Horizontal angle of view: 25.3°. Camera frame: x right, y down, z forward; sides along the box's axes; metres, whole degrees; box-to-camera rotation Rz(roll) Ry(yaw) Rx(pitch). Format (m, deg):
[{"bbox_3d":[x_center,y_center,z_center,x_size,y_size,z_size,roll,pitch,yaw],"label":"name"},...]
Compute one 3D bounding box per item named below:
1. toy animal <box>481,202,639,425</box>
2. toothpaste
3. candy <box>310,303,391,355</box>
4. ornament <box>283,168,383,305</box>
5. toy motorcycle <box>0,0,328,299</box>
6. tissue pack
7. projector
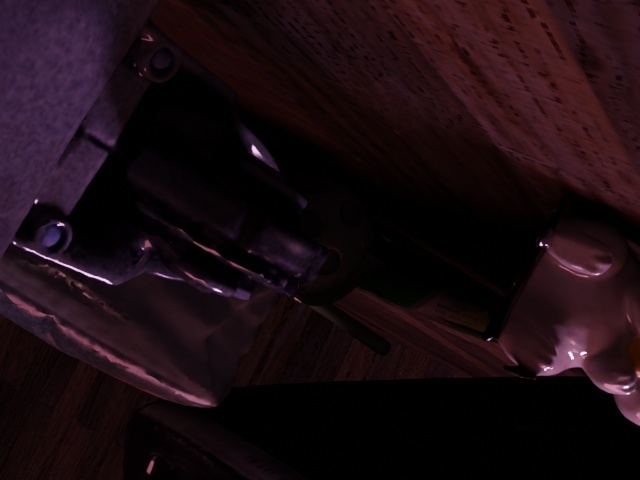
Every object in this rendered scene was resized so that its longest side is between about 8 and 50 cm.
[{"bbox_3d":[0.131,0.042,0.561,0.124,0.071,0.085,26,175,6],"label":"toy animal"},{"bbox_3d":[0.068,0.030,1.026,0.248,0.047,0.078,27,-179,-44],"label":"toothpaste"},{"bbox_3d":[-0.050,0.015,1.018,0.287,0.084,0.078,34,176,42],"label":"candy"},{"bbox_3d":[0.000,0.000,0.847,0.081,0.075,0.156,23,174,5],"label":"ornament"},{"bbox_3d":[-0.147,-0.082,0.440,0.358,0.125,0.212,33,-179,-45],"label":"toy motorcycle"},{"bbox_3d":[-0.158,0.004,0.855,0.228,0.103,0.315,34,172,-8],"label":"tissue pack"},{"bbox_3d":[0.128,0.224,0.818,0.405,0.242,0.395,0,-176,-25],"label":"projector"}]
